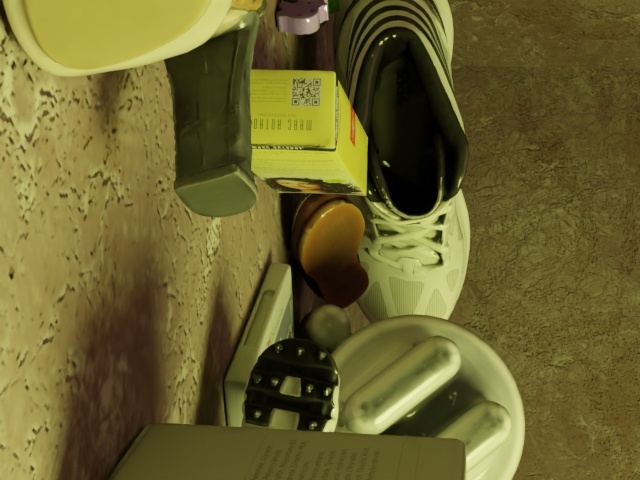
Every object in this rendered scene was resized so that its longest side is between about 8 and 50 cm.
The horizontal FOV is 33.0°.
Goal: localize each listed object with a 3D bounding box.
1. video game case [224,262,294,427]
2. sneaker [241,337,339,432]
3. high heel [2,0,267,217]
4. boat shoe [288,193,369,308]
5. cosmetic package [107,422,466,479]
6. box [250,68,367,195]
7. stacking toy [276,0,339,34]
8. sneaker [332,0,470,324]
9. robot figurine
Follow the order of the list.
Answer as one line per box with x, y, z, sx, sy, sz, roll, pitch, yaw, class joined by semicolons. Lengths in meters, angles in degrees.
-0.045;0.150;0.921;0.183;0.023;0.201;-72;163;-60;video game case
-0.033;0.190;0.730;0.106;0.078;0.234;77;26;-61;sneaker
-0.078;-0.150;0.468;0.261;0.093;0.186;72;10;-59;high heel
0.000;0.000;1.064;0.073;0.073;0.207;55;-12;25;boat shoe
-0.020;0.194;0.548;0.151;0.184;0.151;-57;149;-72;cosmetic package
-0.014;-0.079;0.856;0.232;0.087;0.058;36;57;-79;box
-0.006;-0.229;0.980;0.221;0.052;0.167;-80;169;-46;stacking toy
0.071;-0.034;1.120;0.257;0.169;0.447;-80;166;-59;sneaker
0.079;0.186;1.071;0.300;0.200;0.353;56;-11;9;robot figurine
